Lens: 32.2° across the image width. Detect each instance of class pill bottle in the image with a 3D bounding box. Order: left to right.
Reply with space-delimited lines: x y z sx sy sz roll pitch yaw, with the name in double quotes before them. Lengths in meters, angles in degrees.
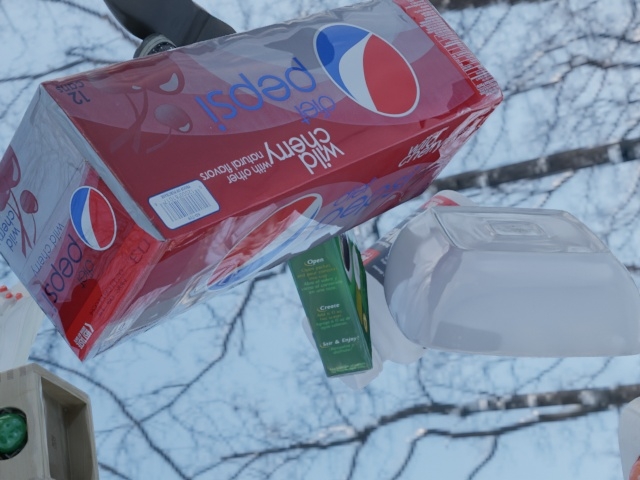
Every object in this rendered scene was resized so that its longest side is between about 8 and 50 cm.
"pill bottle" 0.076 0.047 0.992 0.180 0.108 0.108 -38 -66 -15

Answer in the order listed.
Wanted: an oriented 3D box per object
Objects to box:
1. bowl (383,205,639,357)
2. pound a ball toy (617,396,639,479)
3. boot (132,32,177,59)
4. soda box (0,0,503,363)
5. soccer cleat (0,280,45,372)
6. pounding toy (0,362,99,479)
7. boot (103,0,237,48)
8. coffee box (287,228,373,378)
"bowl" 0.110 0.017 0.646 0.142 0.142 0.053 -101 12 -73
"pound a ball toy" 0.349 0.180 0.946 0.135 0.319 0.208 -14 -78 -14
"boot" -0.145 -0.184 1.560 0.085 0.178 0.236 -53 -32 -3
"soda box" -0.023 -0.042 0.523 0.083 0.092 0.263 50 -139 12
"soccer cleat" -0.364 0.107 1.311 0.196 0.068 0.076 -61 -41 -53
"pounding toy" -0.269 0.170 0.954 0.141 0.100 0.130 57 -162 -62
"boot" -0.246 -0.342 1.585 0.112 0.115 0.305 -54 -36 -1
"coffee box" 0.000 0.000 0.828 0.113 0.040 0.184 -92 -12 -49
